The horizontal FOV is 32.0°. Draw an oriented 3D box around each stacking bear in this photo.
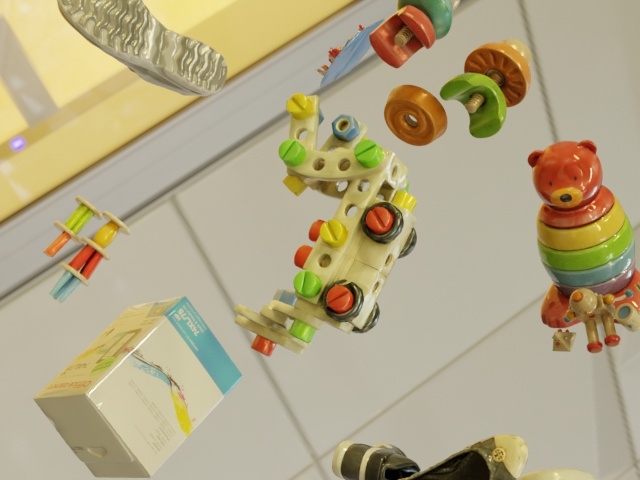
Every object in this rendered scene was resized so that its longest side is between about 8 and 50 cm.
[{"bbox_3d":[0.413,-0.024,1.778,0.175,0.164,0.289,-6,-58,25],"label":"stacking bear"}]

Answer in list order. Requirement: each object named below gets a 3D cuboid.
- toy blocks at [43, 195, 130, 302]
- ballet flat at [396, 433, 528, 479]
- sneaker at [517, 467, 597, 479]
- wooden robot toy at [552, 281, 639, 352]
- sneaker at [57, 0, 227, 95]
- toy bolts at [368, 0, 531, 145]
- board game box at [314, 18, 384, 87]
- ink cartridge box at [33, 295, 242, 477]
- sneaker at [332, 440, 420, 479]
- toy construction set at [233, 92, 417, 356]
[{"bbox_3d":[-0.372,0.016,1.675,0.123,0.148,0.054,25,-20,37],"label":"toy blocks"},{"bbox_3d":[0.115,0.230,1.033,0.049,0.173,0.057,39,24,-53],"label":"ballet flat"},{"bbox_3d":[0.352,0.454,1.605,0.350,0.131,0.148,67,19,-48],"label":"sneaker"},{"bbox_3d":[0.363,0.093,1.465,0.079,0.173,0.076,38,37,-37],"label":"wooden robot toy"},{"bbox_3d":[-0.285,-0.293,1.701,0.281,0.105,0.115,33,-25,-24],"label":"sneaker"},{"bbox_3d":[0.179,-0.271,1.640,0.218,0.158,0.228,-17,-62,51],"label":"toy bolts"},{"bbox_3d":[0.047,-0.343,1.985,0.033,0.168,0.133,42,-52,7],"label":"board game box"},{"bbox_3d":[-0.325,0.265,2.005,0.198,0.270,0.197,-13,-63,47],"label":"ink cartridge box"},{"bbox_3d":[0.116,0.369,1.752,0.121,0.079,0.217,14,-5,31],"label":"sneaker"},{"bbox_3d":[0.000,0.000,1.351,0.215,0.328,0.151,23,6,29],"label":"toy construction set"}]
